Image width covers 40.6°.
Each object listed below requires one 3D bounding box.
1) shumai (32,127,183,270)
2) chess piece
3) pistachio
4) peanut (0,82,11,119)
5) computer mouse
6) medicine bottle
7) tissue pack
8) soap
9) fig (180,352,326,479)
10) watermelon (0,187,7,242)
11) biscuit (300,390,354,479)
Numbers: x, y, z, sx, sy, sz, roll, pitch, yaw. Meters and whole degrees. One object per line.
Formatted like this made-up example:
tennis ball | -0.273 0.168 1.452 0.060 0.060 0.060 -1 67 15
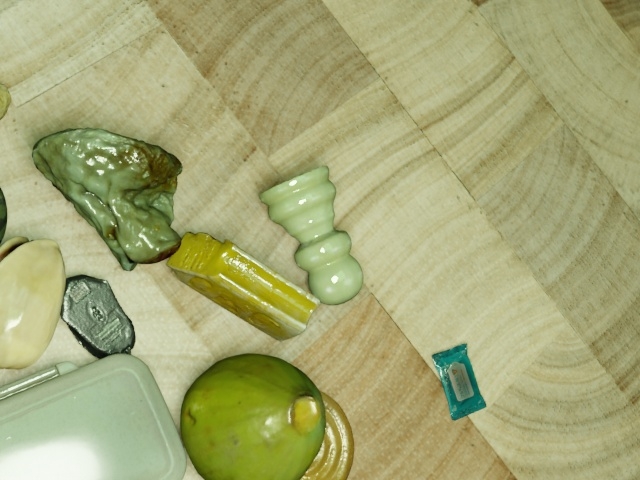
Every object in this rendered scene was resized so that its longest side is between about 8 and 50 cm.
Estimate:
shumai | -0.359 -0.066 1.455 0.272 0.222 0.203 15 74 -27
chess piece | 0.000 0.000 1.629 0.144 0.144 0.251 -25 91 -26
pistachio | -0.492 0.100 1.378 0.157 0.157 0.229 23 72 -15
peanut | -0.594 -0.206 1.465 0.080 0.080 0.174 36 65 -9
computer mouse | -0.383 0.133 1.474 0.099 0.057 0.172 -42 105 -28
medicine bottle | -0.414 0.347 1.361 0.375 0.123 0.282 -22 86 -25
tissue pack | 0.275 0.280 1.718 0.085 0.028 0.138 -17 87 -22
soap | -0.143 0.077 1.528 0.257 0.160 0.080 32 68 -10
fig | -0.100 0.295 1.424 0.239 0.271 0.239 19 56 -31
watermelon | -0.598 -0.039 1.349 0.212 0.212 0.212 6 73 -21
biscuit | -0.011 0.397 1.563 0.144 0.033 0.224 40 66 -7
